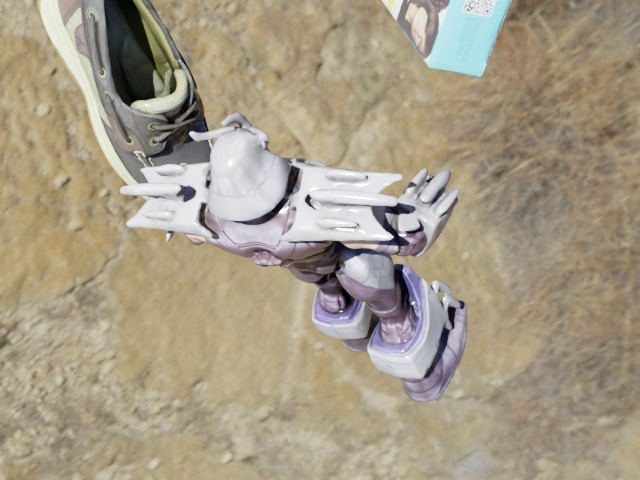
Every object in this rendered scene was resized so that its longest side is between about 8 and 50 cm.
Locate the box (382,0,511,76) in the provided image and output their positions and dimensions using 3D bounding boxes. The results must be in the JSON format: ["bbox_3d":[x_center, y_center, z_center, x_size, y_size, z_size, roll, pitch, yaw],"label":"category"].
[{"bbox_3d":[0.110,-0.264,1.152,0.060,0.100,0.244,6,32,-21],"label":"box"}]

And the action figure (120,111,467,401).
[{"bbox_3d":[0.000,0.000,0.696,0.099,0.185,0.285,-66,150,-16],"label":"action figure"}]

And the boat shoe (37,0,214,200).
[{"bbox_3d":[-0.130,-0.107,0.865,0.080,0.073,0.223,-43,123,-26],"label":"boat shoe"}]
